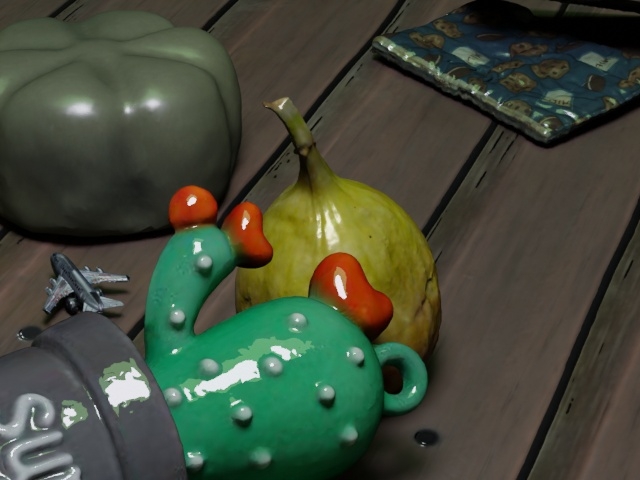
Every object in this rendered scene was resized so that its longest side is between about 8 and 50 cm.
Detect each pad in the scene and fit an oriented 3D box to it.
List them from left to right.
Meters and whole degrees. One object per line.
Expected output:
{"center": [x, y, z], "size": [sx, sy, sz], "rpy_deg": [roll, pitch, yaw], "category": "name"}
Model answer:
{"center": [0.268, -0.212, 1.706], "size": [0.250, 0.055, 0.323], "rpy_deg": [8, 24, -5], "category": "pad"}

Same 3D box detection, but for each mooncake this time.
{"center": [-0.198, -0.116, 1.560], "size": [0.275, 0.135, 0.275], "rpy_deg": [0, 30, 0], "category": "mooncake"}

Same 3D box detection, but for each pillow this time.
{"center": [0.199, -0.177, 1.750], "size": [0.189, 0.034, 0.255], "rpy_deg": [-25, 40, -36], "category": "pillow"}

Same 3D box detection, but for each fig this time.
{"center": [0.000, 0.000, 1.290], "size": [0.159, 0.257, 0.159], "rpy_deg": [-12, 37, 9], "category": "fig"}

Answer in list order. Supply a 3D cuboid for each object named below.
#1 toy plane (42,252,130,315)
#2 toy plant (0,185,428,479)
{"center": [-0.197, 0.037, 1.419], "size": [0.079, 0.031, 0.083], "rpy_deg": [-22, 40, -30], "category": "toy plane"}
{"center": [-0.105, 0.137, 1.141], "size": [0.400, 0.185, 0.279], "rpy_deg": [-17, 55, -28], "category": "toy plant"}
